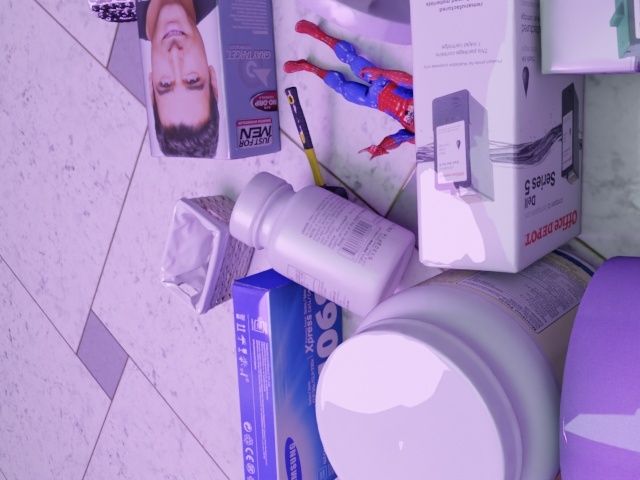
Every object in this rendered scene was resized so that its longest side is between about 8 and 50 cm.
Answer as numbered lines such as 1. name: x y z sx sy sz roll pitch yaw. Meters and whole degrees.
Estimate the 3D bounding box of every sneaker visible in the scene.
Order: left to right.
1. sneaker: -0.344 -0.447 1.089 0.292 0.110 0.118 130 137 -83

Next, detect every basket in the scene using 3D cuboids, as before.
1. basket: -0.182 0.018 1.153 0.113 0.103 0.167 35 122 28

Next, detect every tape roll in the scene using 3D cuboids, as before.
1. tape roll: 0.317 0.153 0.656 0.090 0.274 0.275 3 103 39

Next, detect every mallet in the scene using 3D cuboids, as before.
1. mallet: -0.007 -0.123 0.982 0.062 0.039 0.190 8 123 34

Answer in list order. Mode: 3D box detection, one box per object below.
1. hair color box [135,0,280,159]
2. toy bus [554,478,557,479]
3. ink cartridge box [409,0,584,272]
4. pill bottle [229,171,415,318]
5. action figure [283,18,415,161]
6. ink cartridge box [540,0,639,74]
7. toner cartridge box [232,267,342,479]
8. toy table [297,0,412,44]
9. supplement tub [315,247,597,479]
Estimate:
1. hair color box: -0.175 -0.315 1.054 0.185 0.113 0.375 7 106 38
2. toy bus: 0.289 0.324 0.823 0.220 0.149 0.212 32 107 33
3. ink cartridge box: 0.193 -0.120 0.739 0.114 0.198 0.273 5 105 38
4. pill bottle: 0.000 0.000 0.943 0.229 0.131 0.131 27 119 14
5. action figure: 0.047 -0.191 0.891 0.280 0.139 0.092 34 122 26
6. ink cartridge box: 0.331 -0.199 0.630 0.219 0.160 0.093 8 106 39
7. toner cartridge box: -0.040 0.213 1.045 0.075 0.165 0.348 9 107 38
8. toy table: 0.044 -0.361 0.790 0.274 0.252 0.161 35 138 15
9. supplement tub: 0.172 0.143 0.741 0.235 0.324 0.236 12 109 37
